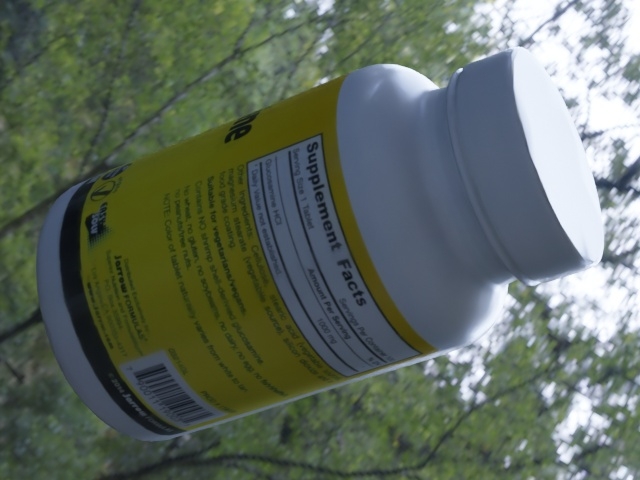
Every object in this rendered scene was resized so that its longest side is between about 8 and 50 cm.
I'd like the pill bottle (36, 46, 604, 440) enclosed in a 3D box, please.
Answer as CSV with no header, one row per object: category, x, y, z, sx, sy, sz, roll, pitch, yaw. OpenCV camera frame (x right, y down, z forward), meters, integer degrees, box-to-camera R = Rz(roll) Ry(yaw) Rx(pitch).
pill bottle,0.000,0.000,0.931,0.334,0.188,0.188,-20,-76,22
